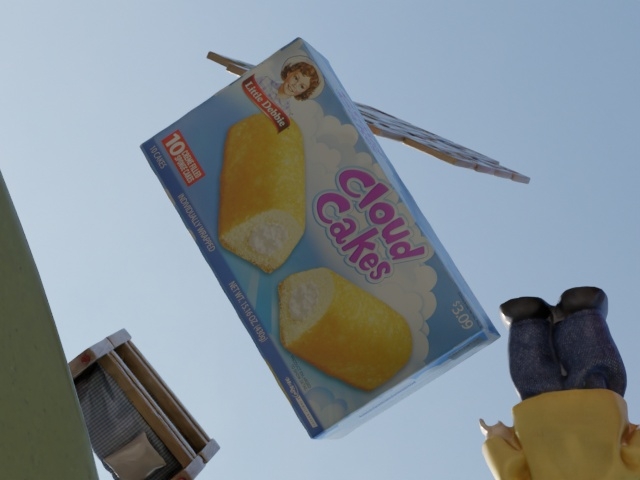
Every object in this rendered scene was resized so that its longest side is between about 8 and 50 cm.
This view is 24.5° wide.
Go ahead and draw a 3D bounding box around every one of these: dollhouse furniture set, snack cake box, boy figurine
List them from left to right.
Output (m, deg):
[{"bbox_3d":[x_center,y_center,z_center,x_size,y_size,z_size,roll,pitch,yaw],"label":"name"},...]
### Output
[{"bbox_3d":[-0.197,0.182,1.154,0.183,0.129,0.129,-39,-91,6],"label":"dollhouse furniture set"},{"bbox_3d":[0.000,0.000,1.111,0.152,0.089,0.264,-34,-105,9],"label":"snack cake box"},{"bbox_3d":[0.230,0.181,1.279,0.177,0.092,0.285,-12,-119,12],"label":"boy figurine"}]

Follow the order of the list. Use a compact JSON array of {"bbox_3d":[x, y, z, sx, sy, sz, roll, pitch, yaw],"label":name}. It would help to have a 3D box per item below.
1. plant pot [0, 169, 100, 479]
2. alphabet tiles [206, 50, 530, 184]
[{"bbox_3d":[-0.185,0.058,0.376,0.212,0.187,0.212,-27,-165,28],"label":"plant pot"},{"bbox_3d":[0.054,-0.123,1.491,0.285,0.342,0.011,25,-82,24],"label":"alphabet tiles"}]
